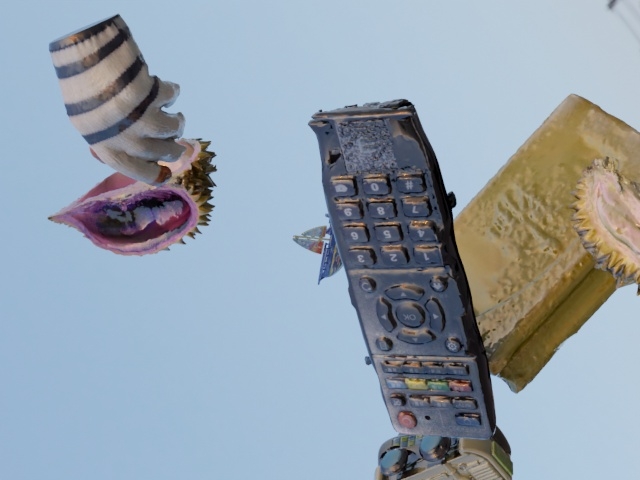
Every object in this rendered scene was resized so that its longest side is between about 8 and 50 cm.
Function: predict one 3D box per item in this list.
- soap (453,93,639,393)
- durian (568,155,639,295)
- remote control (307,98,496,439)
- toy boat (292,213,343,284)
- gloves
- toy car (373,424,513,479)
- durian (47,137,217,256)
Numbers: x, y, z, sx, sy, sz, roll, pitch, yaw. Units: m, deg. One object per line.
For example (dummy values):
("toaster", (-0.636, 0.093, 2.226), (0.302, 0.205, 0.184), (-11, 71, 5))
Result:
("soap", (0.257, -0.003, 1.202), (0.091, 0.315, 0.199), (38, -173, -46))
("durian", (0.306, 0.020, 0.979), (0.140, 0.078, 0.224), (56, -179, -40))
("remote control", (0.088, 0.039, 1.080), (0.062, 0.144, 0.399), (-55, -44, -49))
("toy boat", (0.000, 0.000, 2.044), (0.110, 0.175, 0.091), (9, -173, -2))
("gloves", (-0.242, -0.159, 1.282), (0.131, 0.140, 0.219), (-105, -8, -71))
("toy car", (0.219, 0.383, 1.861), (0.204, 0.247, 0.198), (49, -152, -25))
("durian", (-0.262, -0.080, 1.662), (0.154, 0.260, 0.187), (45, -127, -46))
